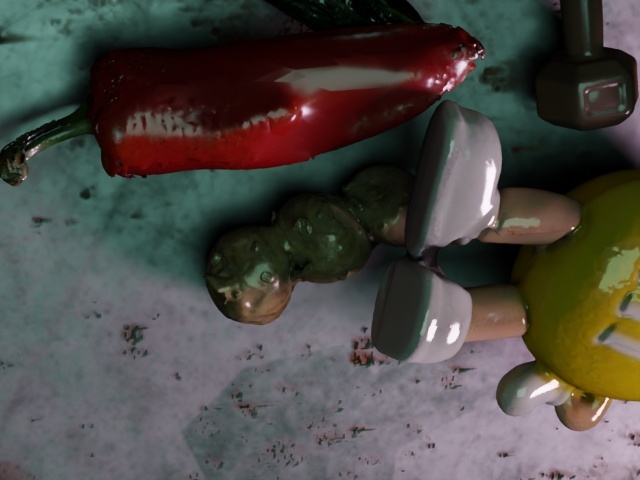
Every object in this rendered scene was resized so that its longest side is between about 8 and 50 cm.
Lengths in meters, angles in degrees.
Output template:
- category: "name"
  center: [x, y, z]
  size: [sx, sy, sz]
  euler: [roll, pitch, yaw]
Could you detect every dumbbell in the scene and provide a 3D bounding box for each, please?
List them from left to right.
- category: "dumbbell"
  center: [0.212, -0.205, 1.609]
  size: [0.092, 0.082, 0.231]
  euler: [-12, 112, -10]

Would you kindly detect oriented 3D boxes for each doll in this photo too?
- category: "doll"
  center: [0.237, 0.011, 1.629]
  size: [0.423, 0.161, 0.348]
  euler: [-17, 126, -12]

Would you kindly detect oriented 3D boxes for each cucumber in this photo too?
- category: "cucumber"
  center: [-0.011, -0.208, 1.554]
  size: [0.241, 0.074, 0.074]
  euler: [31, 99, -27]

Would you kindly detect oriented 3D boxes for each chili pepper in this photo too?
- category: "chili pepper"
  center: [-0.062, -0.109, 1.536]
  size: [0.387, 0.110, 0.110]
  euler: [-7, 111, 1]

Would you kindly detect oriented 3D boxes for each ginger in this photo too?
- category: "ginger"
  center: [0.000, 0.000, 1.628]
  size: [0.204, 0.080, 0.104]
  euler: [-29, 146, -3]
